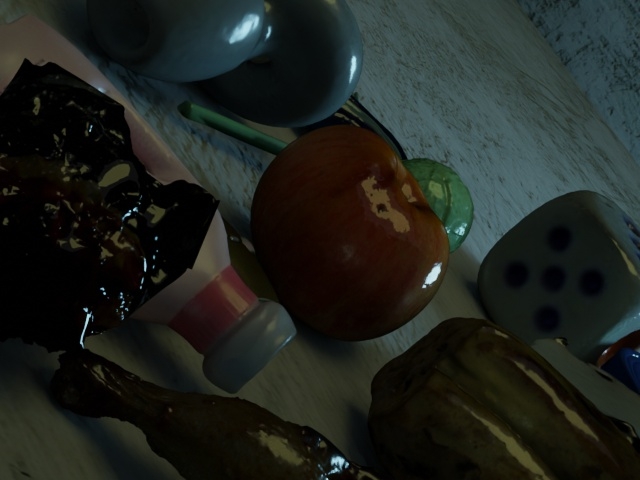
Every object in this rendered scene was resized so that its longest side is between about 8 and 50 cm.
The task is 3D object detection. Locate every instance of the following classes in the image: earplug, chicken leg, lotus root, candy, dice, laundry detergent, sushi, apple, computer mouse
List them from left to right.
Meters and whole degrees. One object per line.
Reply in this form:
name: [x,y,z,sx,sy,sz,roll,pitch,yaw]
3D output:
sushi: [-0.190,-0.003,1.195,0.172,0.153,0.150,32,35,10]
laundry detergent: [-0.157,-0.023,1.376,0.335,0.088,0.159,46,50,1]
computer mouse: [-0.109,0.013,1.520,0.126,0.056,0.245,54,17,17]
earplug: [-0.101,-0.218,1.823,0.325,0.214,0.175,27,56,-43]
chicken leg: [-0.041,0.165,1.264,0.322,0.083,0.177,34,-10,-39]
candy: [0.014,-0.077,1.936,0.440,0.119,0.119,22,31,-44]
apple: [0.029,-0.009,1.704,0.209,0.164,0.209,43,19,-19]
lotus root: [0.178,0.207,1.573,0.291,0.193,0.193,43,18,-5]
dice: [0.325,0.064,2.195,0.193,0.194,0.192,15,36,-57]

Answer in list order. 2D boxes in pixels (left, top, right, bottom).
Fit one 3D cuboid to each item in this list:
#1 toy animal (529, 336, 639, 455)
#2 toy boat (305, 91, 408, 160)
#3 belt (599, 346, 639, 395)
toy animal: [0.264,0.217,1.797,0.208,0.156,0.204,33,19,9]
toy boat: [0.046,-0.148,2.199,0.210,0.070,0.291,52,15,4]
belt: [0.432,0.294,2.091,0.347,0.117,0.212,52,19,16]
